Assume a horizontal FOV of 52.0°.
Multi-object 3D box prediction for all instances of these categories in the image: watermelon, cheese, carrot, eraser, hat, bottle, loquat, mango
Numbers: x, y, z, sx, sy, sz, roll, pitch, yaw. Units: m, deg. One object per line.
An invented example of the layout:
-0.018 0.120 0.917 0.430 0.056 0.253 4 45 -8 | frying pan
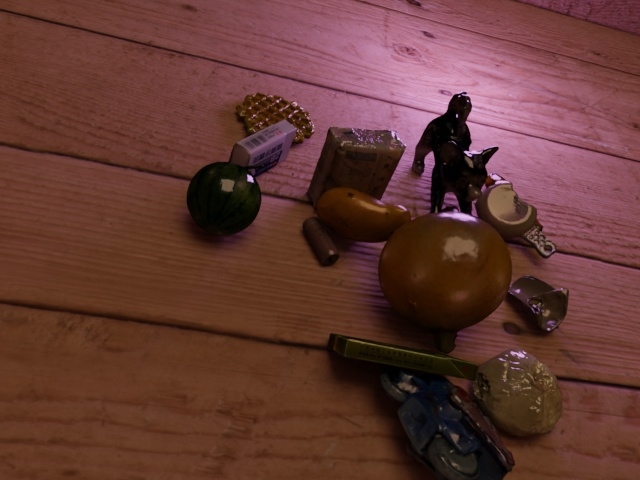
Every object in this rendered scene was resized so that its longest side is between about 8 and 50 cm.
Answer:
-0.241 -0.116 1.667 0.187 0.188 0.215 19 58 -4 | watermelon
0.606 -0.058 2.009 0.163 0.082 0.286 -41 69 -9 | cheese
0.619 -0.112 2.109 0.070 0.070 0.260 -10 54 -30 | carrot
-0.166 -0.256 1.882 0.068 0.125 0.210 38 45 17 | eraser
0.600 0.174 1.835 0.147 0.085 0.175 -26 38 -26 | hat
0.000 0.000 1.754 0.053 0.053 0.140 -10 52 -30 | bottle
0.305 0.097 1.622 0.328 0.328 0.360 5 82 -18 | loquat
0.109 -0.061 1.738 0.262 0.157 0.109 14 50 24 | mango

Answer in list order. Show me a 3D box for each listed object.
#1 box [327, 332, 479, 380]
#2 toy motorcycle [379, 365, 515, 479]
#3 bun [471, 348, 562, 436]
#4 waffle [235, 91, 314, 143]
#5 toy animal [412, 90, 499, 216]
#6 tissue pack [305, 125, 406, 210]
0.184 0.264 1.503 0.311 0.173 0.043 12 85 -11 | box
0.267 0.409 1.418 0.182 0.241 0.319 -38 45 4 | toy motorcycle
0.475 0.354 1.550 0.220 0.134 0.221 12 44 -12 | bun
-0.144 -0.389 2.068 0.243 0.059 0.238 4 46 -17 | waffle
0.416 -0.257 1.997 0.194 0.303 0.344 1 47 -17 | toy animal
0.095 -0.189 1.830 0.214 0.257 0.123 0 51 -21 | tissue pack
